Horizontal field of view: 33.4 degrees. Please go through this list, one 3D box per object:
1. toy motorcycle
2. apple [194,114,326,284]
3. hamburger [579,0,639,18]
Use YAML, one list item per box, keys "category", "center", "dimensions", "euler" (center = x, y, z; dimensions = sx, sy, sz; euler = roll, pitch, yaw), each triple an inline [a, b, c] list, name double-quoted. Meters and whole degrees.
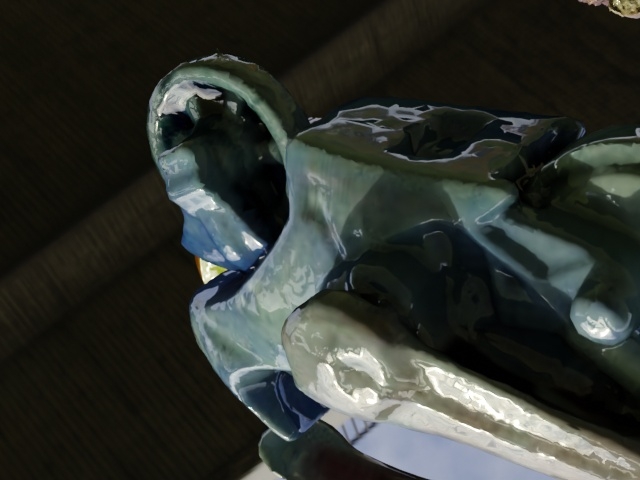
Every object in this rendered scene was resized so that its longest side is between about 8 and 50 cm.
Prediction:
- category: "toy motorcycle"
  center: [0.044, 0.049, 0.485]
  dimensions: [0.319, 0.182, 0.241]
  euler: [15, -82, 32]
- category: "apple"
  center: [0.000, 0.000, 1.713]
  dimensions: [0.384, 0.374, 0.374]
  euler: [-37, -123, -5]
- category: "hamburger"
  center: [0.511, -0.423, 1.466]
  dimensions: [0.245, 0.282, 0.155]
  euler: [-12, -115, -43]
